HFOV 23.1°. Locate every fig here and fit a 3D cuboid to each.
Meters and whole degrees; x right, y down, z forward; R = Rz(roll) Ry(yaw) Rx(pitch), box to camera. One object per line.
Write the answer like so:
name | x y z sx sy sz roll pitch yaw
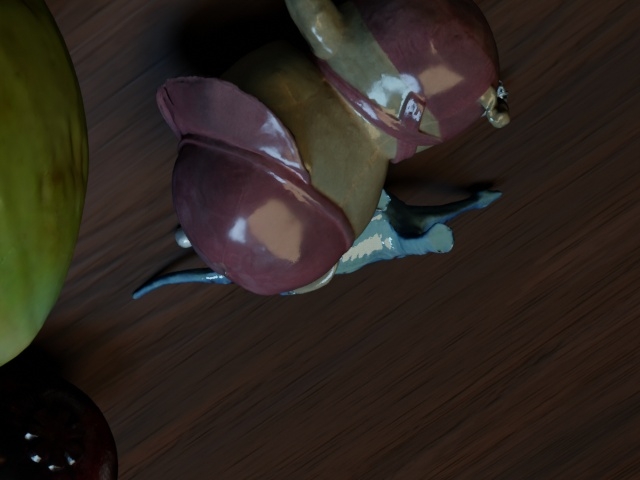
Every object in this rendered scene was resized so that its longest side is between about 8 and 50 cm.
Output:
fig | -0.246 -0.046 0.883 0.239 0.239 0.271 -25 103 -5

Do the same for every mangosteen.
mangosteen | -0.259 0.190 1.249 0.200 0.200 0.200 -18 143 -14

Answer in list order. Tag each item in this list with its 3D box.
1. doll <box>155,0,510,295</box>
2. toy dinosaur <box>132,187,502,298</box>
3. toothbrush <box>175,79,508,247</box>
doll | 0.000 -0.086 1.086 0.256 0.152 0.196 -45 111 -2
toy dinosaur | 0.017 -0.006 1.245 0.329 0.076 0.144 -17 179 -15
toothbrush | 0.017 -0.062 1.234 0.288 0.021 0.024 -25 133 -5
